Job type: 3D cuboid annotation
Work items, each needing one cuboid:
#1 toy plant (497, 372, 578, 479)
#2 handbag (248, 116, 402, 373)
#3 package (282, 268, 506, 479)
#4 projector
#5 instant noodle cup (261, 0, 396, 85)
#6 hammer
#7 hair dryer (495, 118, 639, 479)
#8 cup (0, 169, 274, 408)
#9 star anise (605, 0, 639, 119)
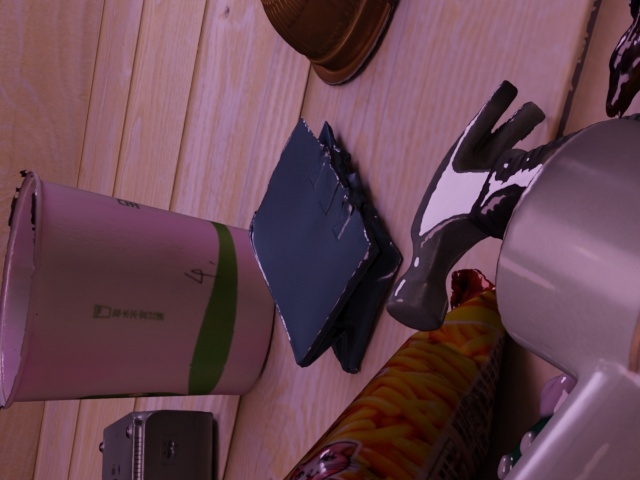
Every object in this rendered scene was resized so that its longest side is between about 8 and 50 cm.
[{"bbox_3d":[0.121,0.193,0.506,0.243,0.113,0.232,-122,41,-74],"label":"toy plant"},{"bbox_3d":[0.000,0.000,0.969,0.221,0.057,0.144,-112,38,-51],"label":"handbag"},{"bbox_3d":[0.032,0.170,0.669,0.288,0.108,0.223,-41,-18,-51],"label":"package"},{"bbox_3d":[-0.214,0.324,1.369,0.250,0.108,0.198,146,125,-64],"label":"projector"},{"bbox_3d":[-0.005,-0.284,1.004,0.274,0.091,0.274,-173,90,-69],"label":"instant noodle cup"},{"bbox_3d":[0.131,-0.030,0.591,0.226,0.041,0.158,-13,48,59],"label":"hammer"},{"bbox_3d":[0.081,0.126,0.388,0.357,0.107,0.173,-51,43,-6],"label":"hair dryer"},{"bbox_3d":[-0.204,0.063,1.184,0.253,0.274,0.253,-173,90,-68],"label":"cup"},{"bbox_3d":[0.169,-0.135,0.498,0.212,0.054,0.157,-60,-20,-67],"label":"star anise"}]
